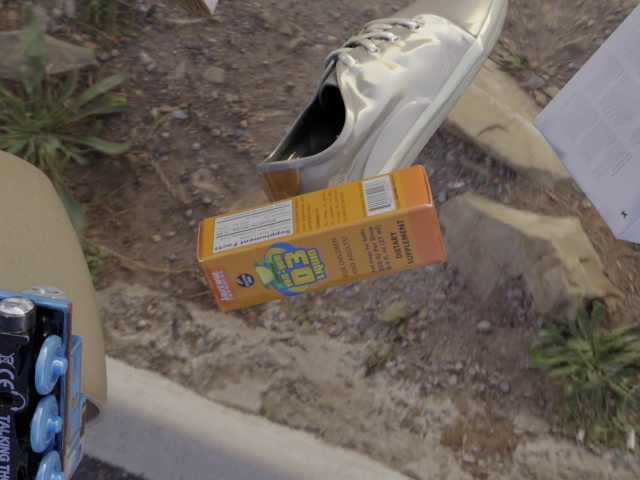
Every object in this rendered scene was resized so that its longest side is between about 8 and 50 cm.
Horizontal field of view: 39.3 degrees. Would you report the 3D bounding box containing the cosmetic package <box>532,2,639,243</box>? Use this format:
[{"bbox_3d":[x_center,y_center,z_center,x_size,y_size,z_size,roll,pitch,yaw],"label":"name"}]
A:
[{"bbox_3d":[0.558,-0.223,1.446,0.377,0.098,0.284,-50,46,32],"label":"cosmetic package"}]

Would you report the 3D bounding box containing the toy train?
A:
[{"bbox_3d":[-0.221,0.117,0.676,0.080,0.105,0.184,8,111,1],"label":"toy train"}]

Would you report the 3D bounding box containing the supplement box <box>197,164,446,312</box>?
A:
[{"bbox_3d":[0.000,0.000,0.885,0.234,0.080,0.078,-13,127,9],"label":"supplement box"}]

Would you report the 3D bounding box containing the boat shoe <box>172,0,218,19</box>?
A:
[{"bbox_3d":[-0.196,-0.394,1.063,0.096,0.098,0.277,-48,119,-19],"label":"boat shoe"}]

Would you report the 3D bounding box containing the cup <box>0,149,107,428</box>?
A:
[{"bbox_3d":[-0.362,0.043,0.874,0.331,0.331,0.236,-4,66,14],"label":"cup"}]

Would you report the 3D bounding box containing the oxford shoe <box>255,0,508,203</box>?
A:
[{"bbox_3d":[0.078,-0.193,1.029,0.130,0.169,0.449,43,69,-23],"label":"oxford shoe"}]
